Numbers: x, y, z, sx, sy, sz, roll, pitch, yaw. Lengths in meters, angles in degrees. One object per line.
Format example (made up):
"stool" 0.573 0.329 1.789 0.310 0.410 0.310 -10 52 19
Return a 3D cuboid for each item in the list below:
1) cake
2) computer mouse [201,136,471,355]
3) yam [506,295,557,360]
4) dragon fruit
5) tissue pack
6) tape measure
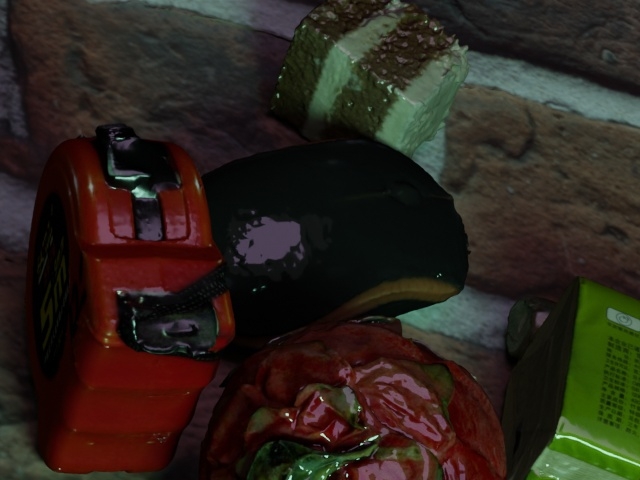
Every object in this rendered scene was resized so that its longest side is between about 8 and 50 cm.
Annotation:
"cake" 0.051 -0.154 1.889 0.147 0.134 0.135 33 45 14
"computer mouse" 0.002 -0.003 1.738 0.323 0.116 0.183 -17 66 -38
"yam" 0.320 0.128 1.814 0.317 0.071 0.067 19 7 -10
"dragon fruit" 0.029 0.173 1.498 0.244 0.244 0.299 25 24 -4
"tissue pack" 0.299 0.187 1.674 0.275 0.167 0.200 22 42 -6
"tape measure" -0.151 0.038 1.517 0.114 0.253 0.260 3 54 -19
